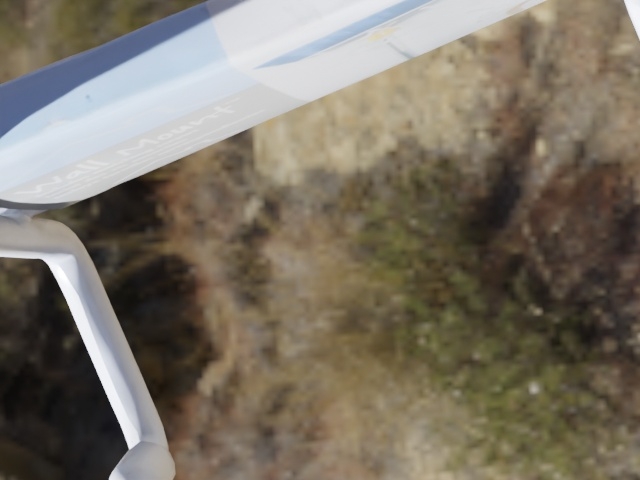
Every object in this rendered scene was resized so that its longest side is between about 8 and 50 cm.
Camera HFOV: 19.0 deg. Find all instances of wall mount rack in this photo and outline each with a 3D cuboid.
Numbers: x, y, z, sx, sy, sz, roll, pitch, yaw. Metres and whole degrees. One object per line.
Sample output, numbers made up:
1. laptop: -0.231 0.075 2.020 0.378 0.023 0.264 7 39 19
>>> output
1. wall mount rack: 0.000 0.000 0.444 0.304 0.350 0.130 -5 -108 -80
